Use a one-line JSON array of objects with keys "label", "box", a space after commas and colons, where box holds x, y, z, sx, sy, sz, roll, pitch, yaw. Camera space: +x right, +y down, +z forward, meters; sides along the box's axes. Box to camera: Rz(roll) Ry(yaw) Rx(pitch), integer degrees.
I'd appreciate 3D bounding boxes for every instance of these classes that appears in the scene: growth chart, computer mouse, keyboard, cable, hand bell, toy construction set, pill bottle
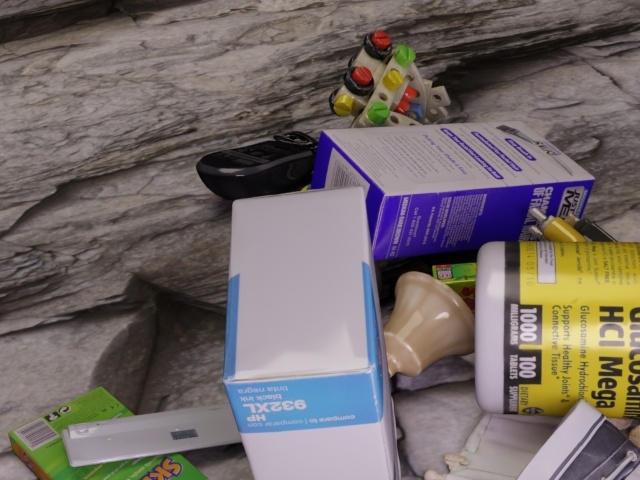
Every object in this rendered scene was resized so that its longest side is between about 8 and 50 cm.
[{"label": "growth chart", "box": [0.242, 0.210, 1.224, 0.172, 0.021, 0.237, 14, 36, 32]}, {"label": "computer mouse", "box": [-0.076, -0.108, 1.807, 0.272, 0.072, 0.188, -16, 27, -40]}, {"label": "keyboard", "box": [-0.154, 0.212, 1.266, 0.256, 0.014, 0.072, -5, 29, -20]}, {"label": "cable", "box": [0.377, 0.058, 1.411, 0.072, 0.139, 0.287, -45, 52, 3]}, {"label": "hand bell", "box": [0.061, 0.156, 1.300, 0.126, 0.126, 0.242, 22, 52, 40]}, {"label": "toy construction set", "box": [0.125, -0.206, 1.805, 0.215, 0.151, 0.327, 32, 32, -7]}, {"label": "pill bottle", "box": [0.333, 0.094, 1.201, 0.334, 0.188, 0.188, 0, 31, 10]}]

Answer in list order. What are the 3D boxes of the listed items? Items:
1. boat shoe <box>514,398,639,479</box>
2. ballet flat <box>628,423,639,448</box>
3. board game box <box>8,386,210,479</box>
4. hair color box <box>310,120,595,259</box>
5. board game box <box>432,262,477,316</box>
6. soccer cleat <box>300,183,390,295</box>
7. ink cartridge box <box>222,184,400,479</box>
[{"label": "boat shoe", "box": [0.205, 0.273, 1.050, 0.102, 0.108, 0.301, 38, 48, 15]}, {"label": "ballet flat", "box": [0.407, 0.223, 1.123, 0.206, 0.073, 0.067, 2, 45, 22]}, {"label": "board game box", "box": [-0.228, 0.250, 1.243, 0.124, 0.039, 0.259, -25, 32, -31]}, {"label": "hair color box", "box": [0.179, -0.075, 1.552, 0.339, 0.110, 0.185, -7, 34, -26]}, {"label": "board game box", "box": [0.231, 0.072, 1.393, 0.181, 0.092, 0.043, -5, 31, 3]}, {"label": "soccer cleat", "box": [0.000, -0.001, 1.571, 0.121, 0.093, 0.289, -15, 31, -11]}, {"label": "ink cartridge box", "box": [0.000, 0.137, 1.077, 0.129, 0.307, 0.223, -7, 45, 4]}]
